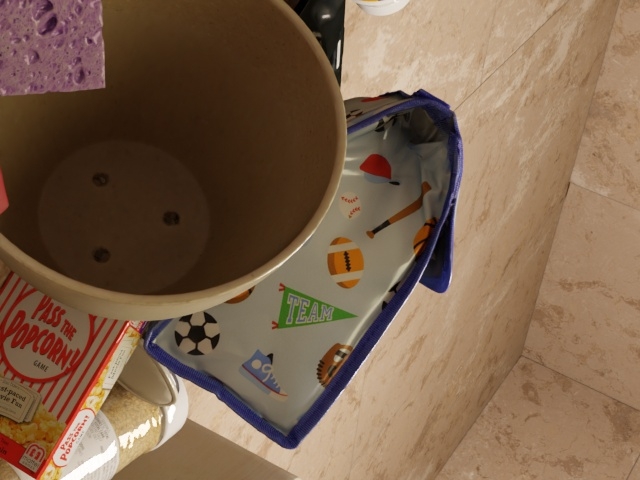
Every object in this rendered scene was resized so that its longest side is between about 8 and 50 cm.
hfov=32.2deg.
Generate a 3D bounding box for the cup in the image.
[{"bbox_3d":[-0.165,-0.061,0.993,0.331,0.331,0.237,-53,178,-27],"label":"cup"}]

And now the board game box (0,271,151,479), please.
[{"bbox_3d":[-0.275,0.120,1.096,0.193,0.146,0.045,-61,158,-12],"label":"board game box"}]

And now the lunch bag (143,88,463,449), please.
[{"bbox_3d":[0.000,0.000,1.258,0.385,0.239,0.328,-54,-169,0],"label":"lunch bag"}]

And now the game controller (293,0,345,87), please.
[{"bbox_3d":[-0.014,-0.208,1.437,0.319,0.067,0.166,93,14,-61],"label":"game controller"}]

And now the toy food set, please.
[{"bbox_3d":[-0.192,0.353,1.438,0.306,0.219,0.092,-35,143,-53],"label":"toy food set"}]

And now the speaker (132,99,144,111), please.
[{"bbox_3d":[-0.165,-0.187,1.147,0.136,0.055,0.055,-56,157,-20],"label":"speaker"}]

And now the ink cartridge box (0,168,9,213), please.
[{"bbox_3d":[-0.313,-0.099,0.665,0.207,0.117,0.283,-56,149,-52],"label":"ink cartridge box"}]

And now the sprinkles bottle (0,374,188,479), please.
[{"bbox_3d":[-0.294,0.237,1.213,0.355,0.121,0.121,-31,141,-54],"label":"sprinkles bottle"}]

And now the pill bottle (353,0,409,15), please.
[{"bbox_3d":[0.062,-0.375,1.381,0.117,0.117,0.215,-60,158,-13],"label":"pill bottle"}]

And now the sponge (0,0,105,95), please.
[{"bbox_3d":[-0.266,-0.160,0.810,0.210,0.031,0.117,-9,126,-21],"label":"sponge"}]

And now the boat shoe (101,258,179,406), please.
[{"bbox_3d":[-0.213,0.097,1.223,0.206,0.075,0.065,56,36,-25],"label":"boat shoe"}]
